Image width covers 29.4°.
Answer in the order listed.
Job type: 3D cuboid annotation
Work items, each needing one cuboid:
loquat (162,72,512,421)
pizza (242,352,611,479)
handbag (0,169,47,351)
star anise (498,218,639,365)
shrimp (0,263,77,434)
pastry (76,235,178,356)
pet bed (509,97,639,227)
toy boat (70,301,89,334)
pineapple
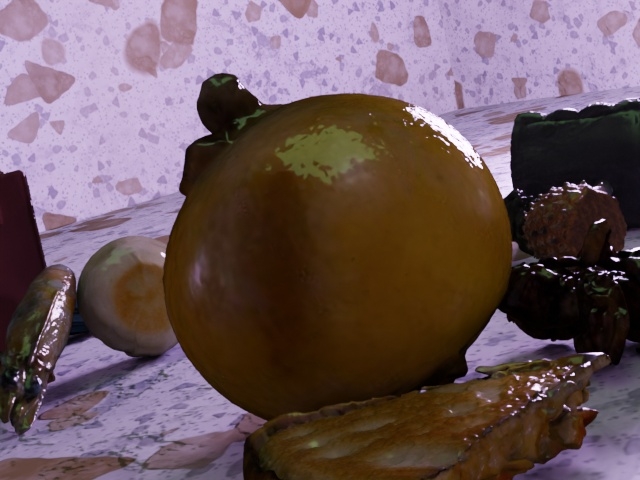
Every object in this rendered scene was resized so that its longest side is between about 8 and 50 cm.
[{"bbox_3d":[0.000,0.000,1.112,0.328,0.359,0.328,-37,-3,-2],"label":"loquat"},{"bbox_3d":[0.060,0.156,0.909,0.251,0.074,0.287,-3,13,45],"label":"pizza"},{"bbox_3d":[-0.473,0.060,1.584,0.084,0.275,0.260,-1,17,45],"label":"handbag"},{"bbox_3d":[0.256,0.047,1.157,0.190,0.126,0.220,-22,16,-30],"label":"star anise"},{"bbox_3d":[-0.350,0.140,1.462,0.077,0.168,0.317,21,25,-10],"label":"shrimp"},{"bbox_3d":[-0.231,0.071,1.549,0.156,0.156,0.092,-18,7,-30],"label":"pastry"},{"bbox_3d":[0.373,-0.099,1.705,0.211,0.183,0.159,-6,5,26],"label":"pet bed"},{"bbox_3d":[-0.415,0.121,1.766,0.246,0.103,0.093,-1,-8,-16],"label":"toy boat"},{"bbox_3d":[0.254,-0.019,1.552,0.130,0.119,0.277,-10,6,-29],"label":"pineapple"}]
